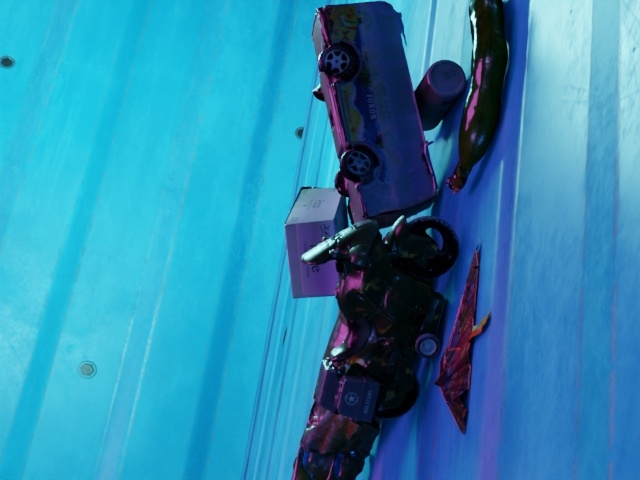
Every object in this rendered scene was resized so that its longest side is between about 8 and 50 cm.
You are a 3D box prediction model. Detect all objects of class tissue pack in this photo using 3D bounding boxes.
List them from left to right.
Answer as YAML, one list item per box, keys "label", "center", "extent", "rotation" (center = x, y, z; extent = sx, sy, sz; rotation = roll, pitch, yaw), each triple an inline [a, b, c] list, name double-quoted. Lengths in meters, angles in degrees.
- label: "tissue pack"
  center: [0.000, 0.000, 2.296]
  extent: [0.246, 0.092, 0.149]
  rotation: [-73, -22, -71]

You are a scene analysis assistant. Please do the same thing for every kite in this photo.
- label: "kite"
  center: [0.155, 0.111, 1.399]
  extent: [0.183, 0.014, 0.241]
  rotation: [117, 166, -62]

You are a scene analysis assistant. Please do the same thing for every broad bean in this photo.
- label: "broad bean"
  center: [0.194, -0.210, 1.541]
  extent: [0.144, 0.049, 0.292]
  rotation: [115, 166, -66]

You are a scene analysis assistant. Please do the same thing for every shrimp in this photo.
- label: "shrimp"
  center: [0.061, 0.193, 1.723]
  extent: [0.221, 0.110, 0.446]
  rotation: [-122, 48, -69]

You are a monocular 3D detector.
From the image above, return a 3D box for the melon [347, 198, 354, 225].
- label: "melon"
  center: [0.086, -0.130, 2.325]
  extent: [0.114, 0.053, 0.262]
  rotation: [-73, 1, -57]

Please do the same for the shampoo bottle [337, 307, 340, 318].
- label: "shampoo bottle"
  center: [0.056, 0.089, 2.127]
  extent: [0.212, 0.049, 0.072]
  rotation: [-86, 6, -52]

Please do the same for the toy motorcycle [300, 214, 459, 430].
- label: "toy motorcycle"
  center: [0.055, 0.092, 1.534]
  extent: [0.125, 0.187, 0.275]
  rotation: [-116, 38, -79]

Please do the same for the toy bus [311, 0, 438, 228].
- label: "toy bus"
  center: [0.072, -0.173, 1.759]
  extent: [0.112, 0.138, 0.317]
  rotation: [114, 144, -77]

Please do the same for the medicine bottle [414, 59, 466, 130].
- label: "medicine bottle"
  center: [0.155, -0.194, 1.804]
  extent: [0.199, 0.057, 0.058]
  rotation: [121, 161, -72]
